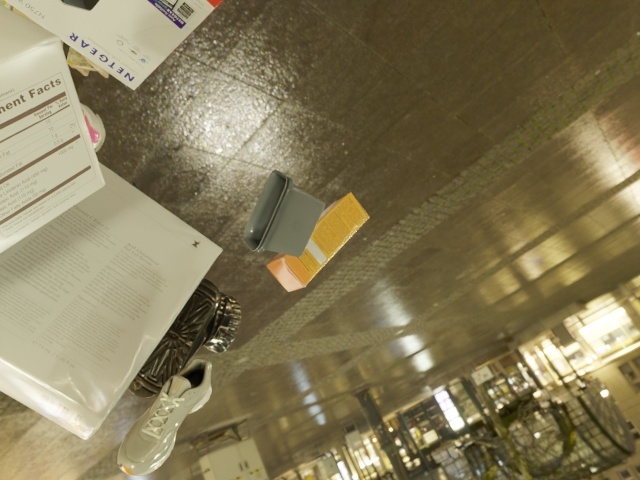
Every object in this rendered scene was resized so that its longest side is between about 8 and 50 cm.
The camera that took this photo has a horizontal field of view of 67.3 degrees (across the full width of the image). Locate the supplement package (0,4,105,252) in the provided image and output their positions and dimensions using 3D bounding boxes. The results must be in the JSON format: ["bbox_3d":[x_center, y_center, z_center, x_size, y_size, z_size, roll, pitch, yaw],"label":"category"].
[{"bbox_3d":[-0.346,-0.100,0.362,0.204,0.261,0.145,-47,160,-35],"label":"supplement package"}]

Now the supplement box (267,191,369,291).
[{"bbox_3d":[0.000,0.000,0.994,0.233,0.080,0.078,-47,-168,-31],"label":"supplement box"}]

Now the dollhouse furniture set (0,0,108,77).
[{"bbox_3d":[-0.765,-0.497,1.218,0.361,0.394,0.256,8,174,3],"label":"dollhouse furniture set"}]

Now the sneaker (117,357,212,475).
[{"bbox_3d":[-0.308,0.337,0.967,0.262,0.099,0.121,-56,167,-54],"label":"sneaker"}]

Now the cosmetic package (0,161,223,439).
[{"bbox_3d":[-0.349,0.011,0.586,0.097,0.377,0.284,-44,-167,42],"label":"cosmetic package"}]

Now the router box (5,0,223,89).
[{"bbox_3d":[-0.355,-0.443,0.761,0.301,0.082,0.335,-26,136,35],"label":"router box"}]

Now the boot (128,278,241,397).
[{"bbox_3d":[-0.356,0.281,1.329,0.348,0.131,0.260,-54,165,-15],"label":"boot"}]

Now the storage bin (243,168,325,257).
[{"bbox_3d":[-0.060,-0.039,0.818,0.091,0.098,0.135,22,98,-30],"label":"storage bin"}]

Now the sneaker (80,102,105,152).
[{"bbox_3d":[-0.484,-0.227,0.970,0.111,0.252,0.103,16,98,-46],"label":"sneaker"}]

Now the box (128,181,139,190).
[{"bbox_3d":[-0.601,-0.081,1.435,0.093,0.158,0.156,-27,-179,24],"label":"box"}]
